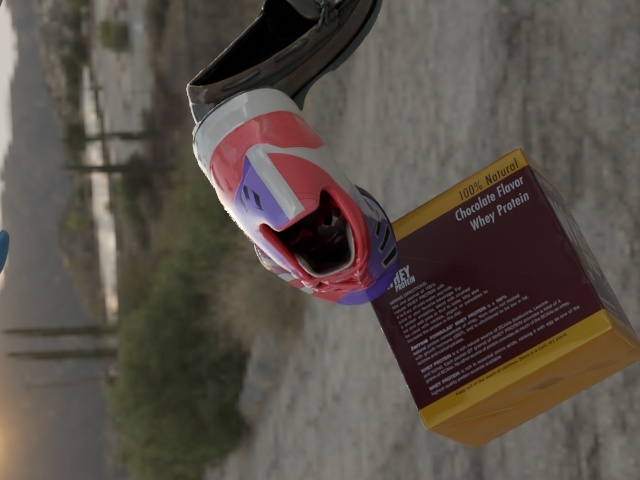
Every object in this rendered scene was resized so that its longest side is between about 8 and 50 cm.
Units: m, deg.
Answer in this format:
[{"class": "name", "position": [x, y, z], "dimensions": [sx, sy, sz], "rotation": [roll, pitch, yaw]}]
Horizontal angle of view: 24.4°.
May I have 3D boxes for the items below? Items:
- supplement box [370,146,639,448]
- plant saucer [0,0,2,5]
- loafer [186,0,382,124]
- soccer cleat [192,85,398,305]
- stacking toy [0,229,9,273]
[{"class": "supplement box", "position": [0.163, 0.056, 1.370], "dimensions": [0.129, 0.191, 0.194], "rotation": [31, -149, -60]}, {"class": "plant saucer", "position": [-0.359, -0.337, 1.329], "dimensions": [0.081, 0.333, 0.332], "rotation": [17, -83, -60]}, {"class": "loafer", "position": [-0.028, -0.187, 1.360], "dimensions": [0.267, 0.096, 0.084], "rotation": [-56, -48, -31]}, {"class": "soccer cleat", "position": [0.000, 0.000, 1.161], "dimensions": [0.116, 0.109, 0.318], "rotation": [59, -177, 30]}, {"class": "stacking toy", "position": [-0.486, -0.038, 1.544], "dimensions": [0.302, 0.166, 0.175], "rotation": [54, -161, -17]}]
